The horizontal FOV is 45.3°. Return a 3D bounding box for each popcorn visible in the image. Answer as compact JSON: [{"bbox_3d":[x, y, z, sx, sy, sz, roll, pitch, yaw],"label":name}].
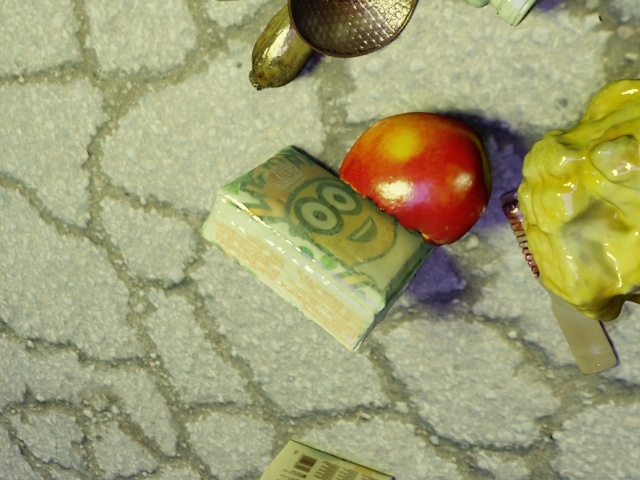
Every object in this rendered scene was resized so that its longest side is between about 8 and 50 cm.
[{"bbox_3d":[0.407,-0.065,0.950,0.293,0.292,0.334,47,132,-9],"label":"popcorn"}]

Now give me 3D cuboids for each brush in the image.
[{"bbox_3d":[0.364,0.069,1.174,0.060,0.050,0.321,-23,102,30],"label":"brush"}]

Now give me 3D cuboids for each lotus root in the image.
[{"bbox_3d":[-0.050,-0.304,1.193,0.080,0.089,0.179,21,128,-32],"label":"lotus root"}]

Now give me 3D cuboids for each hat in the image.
[{"bbox_3d":[0.040,-0.371,1.122,0.193,0.082,0.193,-8,132,-9],"label":"hat"}]

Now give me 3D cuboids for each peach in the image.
[{"bbox_3d":[0.136,-0.085,1.134,0.226,0.190,0.196,-8,118,23],"label":"peach"}]

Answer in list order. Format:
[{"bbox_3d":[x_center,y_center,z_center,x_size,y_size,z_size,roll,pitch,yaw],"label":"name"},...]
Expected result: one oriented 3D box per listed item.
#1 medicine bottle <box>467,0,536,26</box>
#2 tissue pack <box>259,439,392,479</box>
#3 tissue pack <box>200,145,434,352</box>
[{"bbox_3d":[0.189,-0.376,1.010,0.229,0.121,0.083,41,124,5],"label":"medicine bottle"},{"bbox_3d":[0.005,0.522,1.501,0.229,0.159,0.145,13,118,22],"label":"tissue pack"},{"bbox_3d":[0.000,0.000,1.221,0.311,0.228,0.128,36,125,10],"label":"tissue pack"}]
